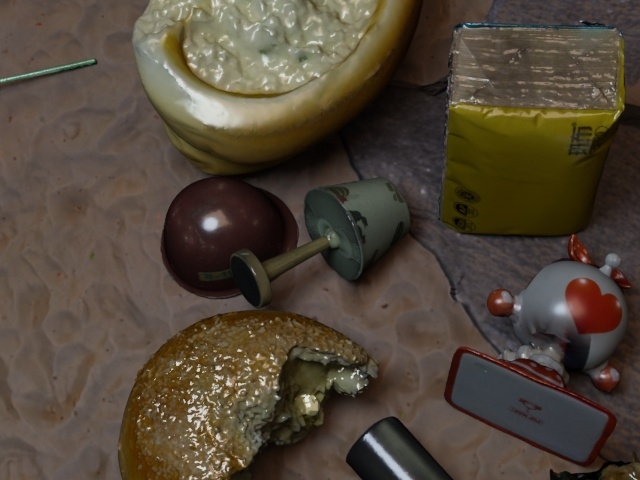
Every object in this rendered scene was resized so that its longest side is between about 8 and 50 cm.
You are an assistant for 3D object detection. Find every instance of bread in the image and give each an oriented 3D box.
[{"bbox_3d":[-0.104,0.175,1.258,0.314,0.171,0.192,-39,74,-12],"label":"bread"},{"bbox_3d":[-0.063,-0.283,1.392,0.329,0.245,0.424,32,70,-13],"label":"bread"}]

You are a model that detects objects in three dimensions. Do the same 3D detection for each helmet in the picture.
[{"bbox_3d":[-0.115,-0.017,1.374,0.175,0.106,0.155,1,68,1],"label":"helmet"}]

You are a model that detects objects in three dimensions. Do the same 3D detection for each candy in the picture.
[{"bbox_3d":[-0.402,-0.221,1.516,0.202,0.061,0.061,-15,67,-10],"label":"candy"}]

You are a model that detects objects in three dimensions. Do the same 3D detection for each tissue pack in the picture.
[{"bbox_3d":[0.235,-0.119,1.299,0.192,0.271,0.134,3,63,7],"label":"tissue pack"}]

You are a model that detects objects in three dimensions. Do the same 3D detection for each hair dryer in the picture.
[{"bbox_3d":[0.056,0.346,1.232,0.248,0.078,0.195,-44,64,0],"label":"hair dryer"}]

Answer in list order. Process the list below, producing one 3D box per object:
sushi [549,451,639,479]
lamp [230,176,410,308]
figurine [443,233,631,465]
[{"bbox_3d":[0.303,0.333,1.134,0.225,0.219,0.238,-30,68,-4],"label":"sushi"},{"bbox_3d":[0.000,0.000,1.335,0.214,0.121,0.121,-25,67,-23],"label":"lamp"},{"bbox_3d":[0.274,0.100,1.282,0.183,0.160,0.226,24,62,13],"label":"figurine"}]
